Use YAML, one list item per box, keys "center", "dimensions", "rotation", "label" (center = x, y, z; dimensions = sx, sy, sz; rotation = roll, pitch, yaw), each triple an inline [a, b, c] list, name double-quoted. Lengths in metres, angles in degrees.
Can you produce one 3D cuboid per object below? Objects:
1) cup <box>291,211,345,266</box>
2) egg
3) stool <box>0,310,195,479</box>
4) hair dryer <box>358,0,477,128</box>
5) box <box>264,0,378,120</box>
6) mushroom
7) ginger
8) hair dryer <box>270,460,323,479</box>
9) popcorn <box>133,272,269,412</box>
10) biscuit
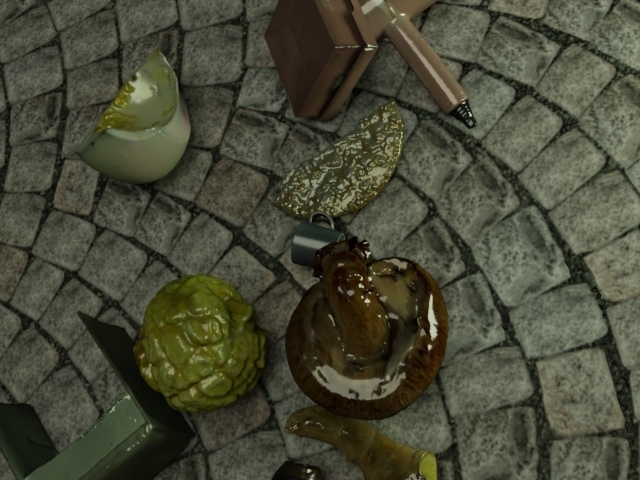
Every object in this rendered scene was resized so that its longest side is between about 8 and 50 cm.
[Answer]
- center: [0.000, 0.000, 1.488]
  dimensions: [0.077, 0.078, 0.100]
  rotation: [13, 81, 15]
  label: "cup"
- center: [-0.332, -0.204, 1.606]
  dimensions: [0.206, 0.161, 0.271]
  rotation: [-34, 27, 37]
  label: "egg"
- center: [-0.403, 0.309, 1.463]
  dimensions: [0.243, 0.170, 0.270]
  rotation: [-40, 67, 0]
  label: "stool"
- center: [0.191, -0.345, 1.541]
  dimensions: [0.189, 0.107, 0.344]
  rotation: [-34, 76, 2]
  label: "hair dryer"
- center: [-0.006, -0.361, 1.525]
  dimensions: [0.086, 0.215, 0.215]
  rotation: [-9, 66, -28]
  label: "box"
- center: [0.073, 0.135, 1.361]
  dimensions: [0.263, 0.195, 0.283]
  rotation: [-11, 87, 5]
  label: "mushroom"
- center: [0.069, 0.353, 1.364]
  dimensions: [0.294, 0.086, 0.131]
  rotation: [24, 91, 30]
  label: "ginger"
- center: [0.023, 0.498, 1.247]
  dimensions: [0.359, 0.120, 0.304]
  rotation: [-4, 68, 46]
  label: "hair dryer"
- center: [-0.216, 0.174, 1.442]
  dimensions: [0.251, 0.205, 0.237]
  rotation: [-13, 83, 45]
  label: "popcorn"
- center: [0.049, -0.119, 1.530]
  dimensions: [0.289, 0.038, 0.141]
  rotation: [-35, 68, 6]
  label: "biscuit"
